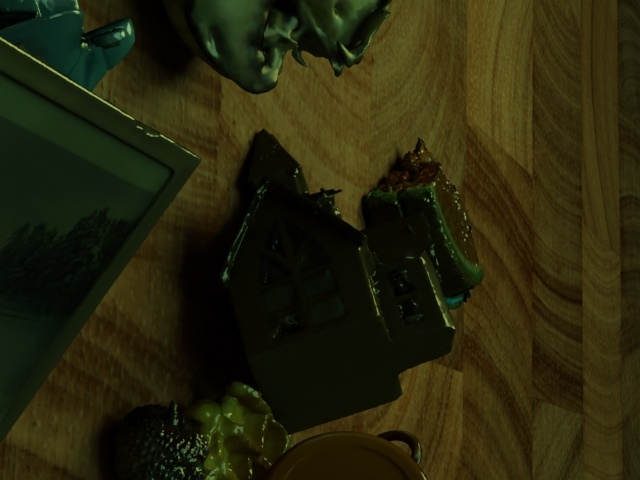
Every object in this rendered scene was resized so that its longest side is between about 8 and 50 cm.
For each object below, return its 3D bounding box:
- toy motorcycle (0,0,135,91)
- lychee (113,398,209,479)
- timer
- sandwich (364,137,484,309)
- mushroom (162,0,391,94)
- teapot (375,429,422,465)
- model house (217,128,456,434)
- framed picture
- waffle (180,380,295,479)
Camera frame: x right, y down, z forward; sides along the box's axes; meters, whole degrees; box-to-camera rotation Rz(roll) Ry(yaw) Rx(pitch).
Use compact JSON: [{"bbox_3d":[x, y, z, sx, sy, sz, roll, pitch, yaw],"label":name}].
[{"bbox_3d":[-0.185,-0.167,0.717,0.182,0.123,0.272,-135,-154,-70],"label":"toy motorcycle"},{"bbox_3d":[-0.109,0.148,0.930,0.067,0.068,0.083,-52,153,-83],"label":"lychee"},{"bbox_3d":[0.018,0.240,1.037,0.152,0.132,0.132,91,12,-51],"label":"timer"},{"bbox_3d":[0.129,-0.004,1.487,0.159,0.079,0.235,-71,148,-41],"label":"sandwich"},{"bbox_3d":[-0.031,-0.255,1.055,0.189,0.164,0.267,32,91,-35],"label":"mushroom"},{"bbox_3d":[0.064,0.258,1.268,0.116,0.116,0.173,55,38,-50],"label":"teapot"},{"bbox_3d":[0.000,0.000,1.110,0.181,0.176,0.248,71,2,-60],"label":"model house"},{"bbox_3d":[-0.191,0.001,0.672,0.213,0.016,0.289,-54,153,3],"label":"framed picture"},{"bbox_3d":[-0.066,0.246,1.030,0.229,0.057,0.219,59,35,-44],"label":"waffle"}]
